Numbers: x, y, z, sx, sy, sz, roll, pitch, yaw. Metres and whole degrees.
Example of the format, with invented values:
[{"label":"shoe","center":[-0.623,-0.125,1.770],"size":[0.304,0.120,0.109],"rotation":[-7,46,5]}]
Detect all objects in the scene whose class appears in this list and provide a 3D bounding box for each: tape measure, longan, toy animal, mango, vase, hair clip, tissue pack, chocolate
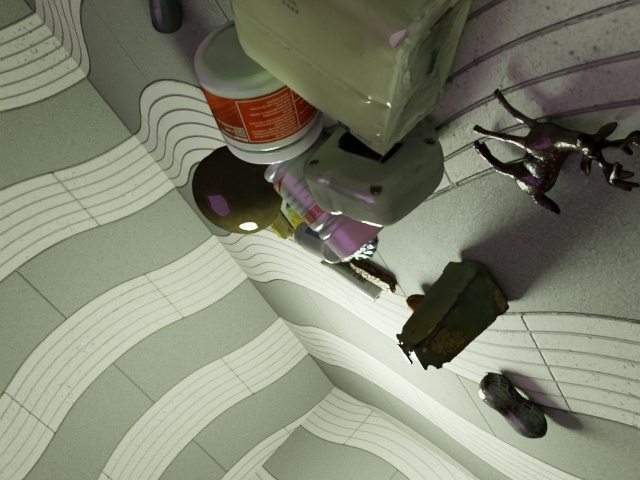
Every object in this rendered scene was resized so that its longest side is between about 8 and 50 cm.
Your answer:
[{"label":"tape measure","center":[0.111,-0.163,1.044],"size":[0.265,0.258,0.130],"rotation":[23,149,37]},{"label":"longan","center":[-0.279,-0.174,1.788],"size":[0.319,0.319,0.319],"rotation":[41,161,18]},{"label":"toy animal","center":[0.370,-0.138,0.821],"size":[0.260,0.087,0.243],"rotation":[36,172,24]},{"label":"mango","center":[0.333,0.214,1.597],"size":[0.105,0.084,0.159],"rotation":[39,-172,-30]},{"label":"vase","center":[-0.442,-0.685,1.434],"size":[0.086,0.086,0.214],"rotation":[41,156,17]},{"label":"hair clip","center":[0.121,0.006,1.661],"size":[0.124,0.052,0.195],"rotation":[16,151,7]},{"label":"tissue pack","center":[0.033,-0.368,0.842],"size":[0.380,0.207,0.297],"rotation":[41,162,18]},{"label":"chocolate","center":[0.591,0.510,1.598],"size":[0.248,0.110,0.110],"rotation":[40,160,12]}]

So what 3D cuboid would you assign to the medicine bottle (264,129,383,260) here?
[{"label":"medicine bottle","center":[0.026,-0.123,1.373],"size":[0.316,0.202,0.202],"rotation":[46,162,-1]}]

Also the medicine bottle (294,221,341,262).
[{"label":"medicine bottle","center":[0.000,0.000,1.638],"size":[0.187,0.103,0.102],"rotation":[24,151,54]}]

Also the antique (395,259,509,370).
[{"label":"antique","center":[0.312,0.191,1.268],"size":[0.150,0.284,0.125],"rotation":[56,159,-21]}]

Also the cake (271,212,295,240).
[{"label":"cake","center":[-0.193,-0.080,2.137],"size":[0.185,0.079,0.116],"rotation":[51,159,-25]}]

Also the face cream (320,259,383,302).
[{"label":"face cream","center":[0.117,0.129,1.891],"size":[0.244,0.092,0.058],"rotation":[38,139,14]}]

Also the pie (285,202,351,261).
[{"label":"pie","center":[0.002,-0.042,1.808],"size":[0.323,0.070,0.323],"rotation":[37,162,15]}]

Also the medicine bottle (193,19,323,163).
[{"label":"medicine bottle","center":[-0.133,-0.343,1.183],"size":[0.253,0.252,0.240],"rotation":[36,158,30]}]

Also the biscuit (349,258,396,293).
[{"label":"biscuit","center":[0.180,0.118,1.796],"size":[0.199,0.034,0.064],"rotation":[30,156,39]}]
